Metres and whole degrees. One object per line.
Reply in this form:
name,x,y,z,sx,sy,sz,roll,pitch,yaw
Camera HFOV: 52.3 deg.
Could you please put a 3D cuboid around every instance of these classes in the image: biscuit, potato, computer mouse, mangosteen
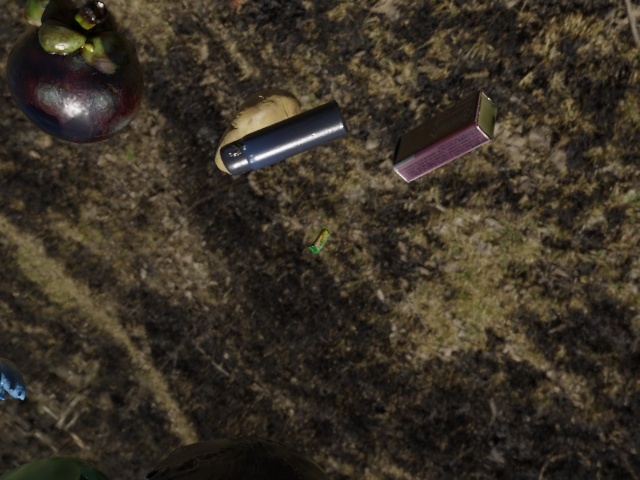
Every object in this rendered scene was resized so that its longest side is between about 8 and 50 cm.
biscuit,0.000,0.000,2.056,0.016,0.089,0.046,23,161,41
potato,-0.144,-0.249,1.494,0.128,0.234,0.161,35,-177,33
computer mouse,-0.095,0.271,0.734,0.217,0.122,0.073,-5,108,7
mangosteen,-0.566,-0.386,1.503,0.330,0.330,0.330,20,137,20

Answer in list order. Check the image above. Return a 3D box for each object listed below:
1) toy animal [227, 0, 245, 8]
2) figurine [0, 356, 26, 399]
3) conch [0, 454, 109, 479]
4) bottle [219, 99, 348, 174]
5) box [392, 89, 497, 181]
toy animal,-0.115,-0.459,0.924,0.097,0.312,0.157,-10,140,40
figurine,-0.548,0.242,1.107,0.114,0.079,0.114,28,163,9
conch,-0.225,0.296,0.540,0.250,0.137,0.143,46,153,52
bottle,-0.071,-0.193,1.246,0.245,0.072,0.082,-21,159,6
box,0.260,-0.217,1.373,0.069,0.120,0.224,39,140,-25
